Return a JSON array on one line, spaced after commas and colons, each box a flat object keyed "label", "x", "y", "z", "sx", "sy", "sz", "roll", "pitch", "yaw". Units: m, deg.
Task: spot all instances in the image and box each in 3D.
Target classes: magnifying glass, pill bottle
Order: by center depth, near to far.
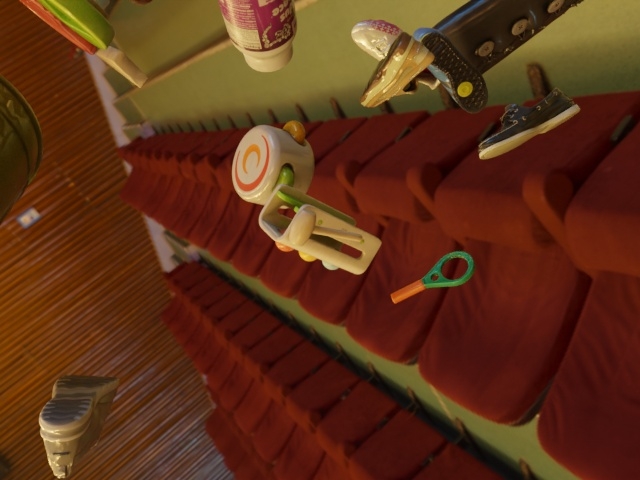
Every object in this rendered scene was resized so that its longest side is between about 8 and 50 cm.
[{"label": "pill bottle", "x": -0.141, "y": -0.532, "z": 1.375, "sx": 0.169, "sy": 0.169, "sz": 0.301, "roll": 45, "pitch": 167, "yaw": 20}, {"label": "magnifying glass", "x": 0.290, "y": 0.102, "z": 1.556, "sx": 0.026, "sy": 0.231, "sz": 0.092, "roll": 50, "pitch": -162, "yaw": -46}]

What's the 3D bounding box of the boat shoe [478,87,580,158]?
[{"label": "boat shoe", "x": 0.570, "y": -0.340, "z": 1.699, "sx": 0.113, "sy": 0.340, "sz": 0.127, "roll": 62, "pitch": 171, "yaw": 8}]

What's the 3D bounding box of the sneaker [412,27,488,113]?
[{"label": "sneaker", "x": 0.259, "y": -0.342, "z": 1.195, "sx": 0.209, "sy": 0.069, "sz": 0.082, "roll": 40, "pitch": -163, "yaw": -26}]

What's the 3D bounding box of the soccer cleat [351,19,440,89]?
[{"label": "soccer cleat", "x": 0.251, "y": -0.588, "z": 1.901, "sx": 0.332, "sy": 0.143, "sz": 0.116, "roll": 20, "pitch": 141, "yaw": -10}]

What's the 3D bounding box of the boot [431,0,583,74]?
[{"label": "boot", "x": 0.419, "y": -0.550, "z": 1.248, "sx": 0.367, "sy": 0.445, "sz": 0.146, "roll": 32, "pitch": -143, "yaw": -51}]

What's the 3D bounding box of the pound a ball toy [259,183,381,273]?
[{"label": "pound a ball toy", "x": 0.000, "y": 0.000, "z": 1.374, "sx": 0.319, "sy": 0.135, "sz": 0.208, "roll": 23, "pitch": -167, "yaw": -42}]

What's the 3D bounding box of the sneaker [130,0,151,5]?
[{"label": "sneaker", "x": -0.408, "y": -0.575, "z": 1.349, "sx": 0.188, "sy": 0.071, "sz": 0.066, "roll": -42, "pitch": -61, "yaw": -68}]

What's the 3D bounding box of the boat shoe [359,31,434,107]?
[{"label": "boat shoe", "x": 0.120, "y": -0.251, "z": 0.949, "sx": 0.072, "sy": 0.068, "sz": 0.190, "roll": 25, "pitch": 167, "yaw": -9}]

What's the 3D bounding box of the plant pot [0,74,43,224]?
[{"label": "plant pot", "x": -0.686, "y": -0.081, "z": 0.992, "sx": 0.366, "sy": 0.367, "sz": 0.352, "roll": 65, "pitch": -171, "yaw": -45}]

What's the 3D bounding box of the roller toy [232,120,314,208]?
[{"label": "roller toy", "x": -0.113, "y": -0.182, "z": 1.492, "sx": 0.191, "sy": 0.146, "sz": 0.209, "roll": -21, "pitch": 67, "yaw": 44}]

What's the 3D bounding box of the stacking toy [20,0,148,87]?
[{"label": "stacking toy", "x": -0.368, "y": -0.390, "z": 0.892, "sx": 0.280, "sy": 0.130, "sz": 0.309, "roll": 35, "pitch": 176, "yaw": 7}]

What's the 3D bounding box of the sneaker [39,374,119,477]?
[{"label": "sneaker", "x": -0.433, "y": 0.316, "z": 1.067, "sx": 0.281, "sy": 0.105, "sz": 0.115, "roll": -120, "pitch": 35, "yaw": -84}]
